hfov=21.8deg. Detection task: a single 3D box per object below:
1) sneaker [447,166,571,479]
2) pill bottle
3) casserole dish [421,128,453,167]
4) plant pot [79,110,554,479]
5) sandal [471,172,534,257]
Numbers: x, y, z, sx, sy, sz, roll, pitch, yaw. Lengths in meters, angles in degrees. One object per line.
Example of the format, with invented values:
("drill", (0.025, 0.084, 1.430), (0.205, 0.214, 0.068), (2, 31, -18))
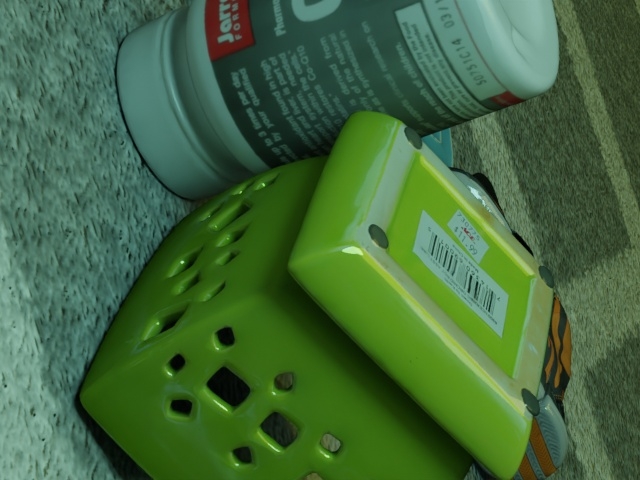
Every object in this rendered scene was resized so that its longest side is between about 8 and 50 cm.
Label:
("sneaker", (0.152, 0.055, 1.554), (0.180, 0.124, 0.321), (-68, 145, -60))
("pill bottle", (0.008, -0.134, 1.165), (0.161, 0.283, 0.161), (43, 37, -45))
("casserole dish", (0.092, -0.134, 1.636), (0.114, 0.037, 0.188), (38, 40, -51))
("plant pot", (0.018, 0.066, 1.076), (0.228, 0.207, 0.227), (46, 31, -15))
("sandal", (0.197, 0.011, 1.743), (0.067, 0.040, 0.179), (2, 71, -64))
